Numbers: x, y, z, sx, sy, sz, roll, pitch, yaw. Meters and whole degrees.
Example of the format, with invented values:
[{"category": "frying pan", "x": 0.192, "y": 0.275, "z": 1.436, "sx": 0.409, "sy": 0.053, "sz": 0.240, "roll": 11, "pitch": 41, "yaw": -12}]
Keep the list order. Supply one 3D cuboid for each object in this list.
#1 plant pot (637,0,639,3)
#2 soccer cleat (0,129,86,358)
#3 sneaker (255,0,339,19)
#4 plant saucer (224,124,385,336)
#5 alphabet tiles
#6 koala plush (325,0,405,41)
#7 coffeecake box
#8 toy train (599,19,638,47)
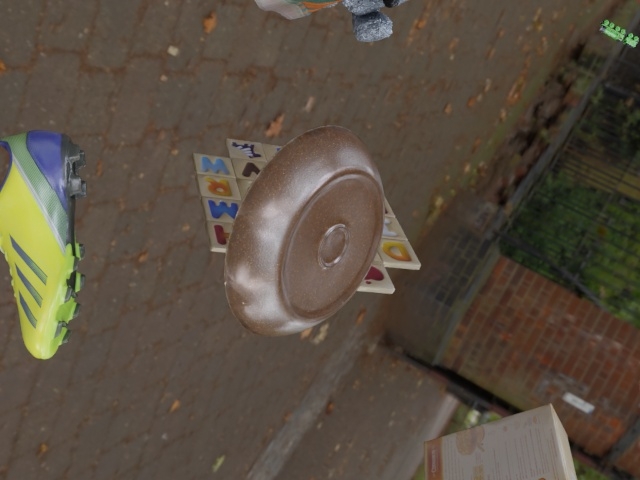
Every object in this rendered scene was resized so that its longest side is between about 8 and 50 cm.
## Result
[{"category": "plant pot", "x": 0.540, "y": -0.340, "z": 1.047, "sx": 0.275, "sy": 0.243, "sz": 0.275, "roll": -33, "pitch": 179, "yaw": -1}, {"category": "soccer cleat", "x": -0.362, "y": 0.003, "z": 1.043, "sx": 0.093, "sy": 0.121, "sz": 0.289, "roll": 133, "pitch": -43, "yaw": -79}, {"category": "sneaker", "x": 0.010, "y": -0.282, "z": 0.830, "sx": 0.302, "sy": 0.121, "sz": 0.108, "roll": -69, "pitch": 150, "yaw": -69}, {"category": "plant saucer", "x": 0.000, "y": 0.000, "z": 0.725, "sx": 0.199, "sy": 0.036, "sz": 0.198, "roll": -32, "pitch": 134, "yaw": -40}, {"category": "alphabet tiles", "x": -0.025, "y": -0.043, "z": 1.137, "sx": 0.342, "sy": 0.285, "sz": 0.011, "roll": -111, "pitch": -147, "yaw": -51}, {"category": "koala plush", "x": 0.135, "y": -0.526, "z": 1.631, "sx": 0.196, "sy": 0.221, "sz": 0.203, "roll": 30, "pitch": 75, "yaw": -39}, {"category": "coffeecake box", "x": 0.232, "y": 0.308, "z": 1.080, "sx": 0.068, "sy": 0.186, "sz": 0.142, "roll": 59, "pitch": 20, "yaw": -26}, {"category": "toy train", "x": 0.571, "y": -0.395, "z": 1.590, "sx": 0.023, "sy": 0.083, "sz": 0.017, "roll": -64, "pitch": -174, "yaw": -1}]
